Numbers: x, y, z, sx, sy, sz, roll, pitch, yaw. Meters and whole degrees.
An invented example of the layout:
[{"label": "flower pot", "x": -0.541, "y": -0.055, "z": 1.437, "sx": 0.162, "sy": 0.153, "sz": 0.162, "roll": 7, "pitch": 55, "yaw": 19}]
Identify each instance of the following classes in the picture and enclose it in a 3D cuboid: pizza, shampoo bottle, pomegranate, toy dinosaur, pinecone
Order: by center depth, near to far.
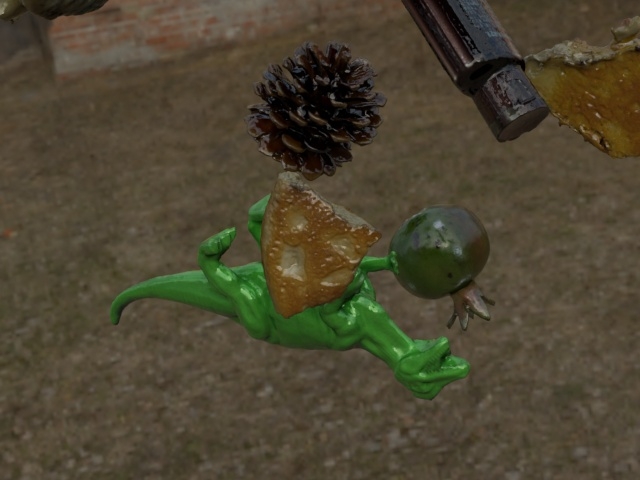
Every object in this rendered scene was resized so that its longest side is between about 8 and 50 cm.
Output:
[{"label": "shampoo bottle", "x": 0.167, "y": -0.270, "z": 1.371, "sx": 0.084, "sy": 0.323, "sz": 0.129, "roll": -39, "pitch": -19, "yaw": 30}, {"label": "pizza", "x": 0.000, "y": 0.000, "z": 1.372, "sx": 0.161, "sy": 0.182, "sz": 0.062, "roll": -6, "pitch": 13, "yaw": 22}, {"label": "pizza", "x": 0.408, "y": -0.203, "z": 1.481, "sx": 0.297, "sy": 0.189, "sz": 0.071, "roll": -4, "pitch": 26, "yaw": 23}, {"label": "toy dinosaur", "x": -0.058, "y": 0.131, "z": 1.622, "sx": 0.500, "sy": 0.374, "sz": 0.144, "roll": -33, "pitch": 14, "yaw": 45}, {"label": "pomegranate", "x": 0.223, "y": 0.046, "z": 1.950, "sx": 0.181, "sy": 0.224, "sz": 0.181, "roll": -33, "pitch": 6, "yaw": 4}, {"label": "pinecone", "x": 0.003, "y": -0.244, "z": 2.036, "sx": 0.264, "sy": 0.264, "sz": 0.264, "roll": -9, "pitch": 15, "yaw": 2}]

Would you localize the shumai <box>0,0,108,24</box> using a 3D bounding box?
[{"label": "shumai", "x": -0.330, "y": -0.342, "z": 1.333, "sx": 0.153, "sy": 0.161, "sz": 0.209, "roll": 4, "pitch": 39, "yaw": 30}]
